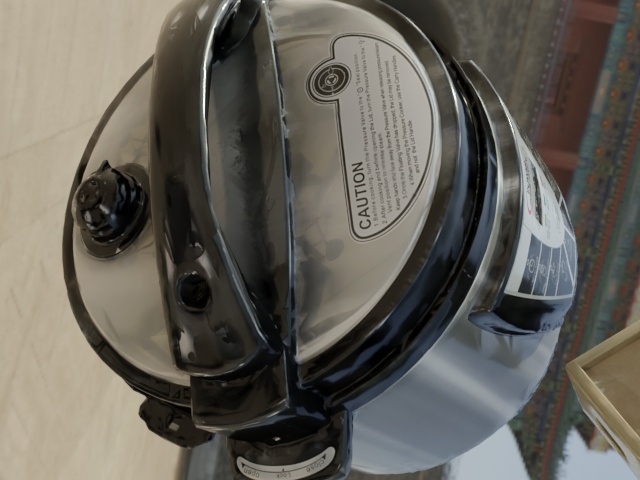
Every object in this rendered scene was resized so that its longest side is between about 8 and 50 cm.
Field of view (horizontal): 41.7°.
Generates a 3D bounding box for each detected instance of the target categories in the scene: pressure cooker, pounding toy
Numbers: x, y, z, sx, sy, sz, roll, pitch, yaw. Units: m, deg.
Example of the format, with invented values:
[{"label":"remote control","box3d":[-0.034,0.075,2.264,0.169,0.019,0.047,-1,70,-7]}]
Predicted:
[{"label":"pressure cooker","box3d":[-0.005,0.003,0.718,0.375,0.370,0.420,-53,145,-1]},{"label":"pounding toy","box3d":[0.298,0.128,0.724,0.100,0.130,0.141,58,2,-38]}]
